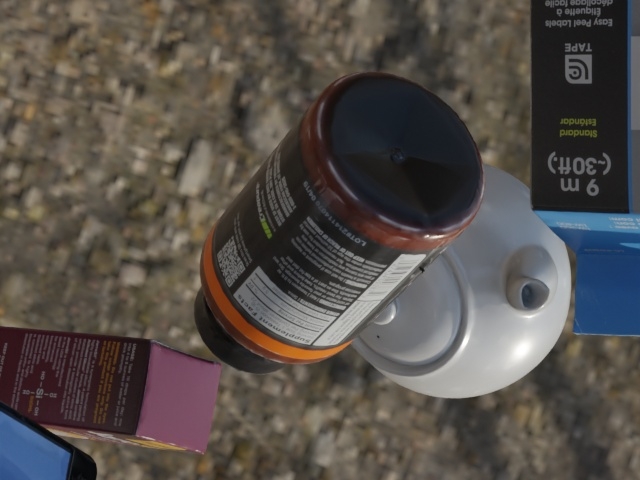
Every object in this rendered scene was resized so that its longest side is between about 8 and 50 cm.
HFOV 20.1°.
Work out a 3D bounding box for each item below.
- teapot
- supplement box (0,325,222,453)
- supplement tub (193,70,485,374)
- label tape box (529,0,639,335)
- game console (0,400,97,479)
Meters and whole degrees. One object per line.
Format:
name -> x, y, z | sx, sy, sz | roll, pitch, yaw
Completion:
teapot -> 0.100, 0.046, 1.739 | 0.187, 0.252, 0.256 | -18, 146, -50
supplement box -> -0.192, 0.125, 1.516 | 0.104, 0.188, 0.081 | 26, 70, -56
supplement tub -> 0.000, 0.000, 0.996 | 0.106, 0.106, 0.198 | -35, 172, -41
label tape box -> 0.302, -0.084, 1.455 | 0.115, 0.249, 0.348 | -8, 100, -61
game console -> -0.180, 0.151, 1.178 | 0.122, 0.071, 0.107 | 38, 39, -31
